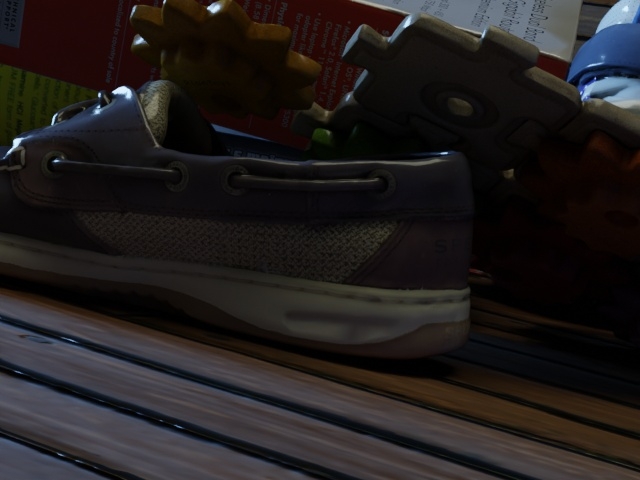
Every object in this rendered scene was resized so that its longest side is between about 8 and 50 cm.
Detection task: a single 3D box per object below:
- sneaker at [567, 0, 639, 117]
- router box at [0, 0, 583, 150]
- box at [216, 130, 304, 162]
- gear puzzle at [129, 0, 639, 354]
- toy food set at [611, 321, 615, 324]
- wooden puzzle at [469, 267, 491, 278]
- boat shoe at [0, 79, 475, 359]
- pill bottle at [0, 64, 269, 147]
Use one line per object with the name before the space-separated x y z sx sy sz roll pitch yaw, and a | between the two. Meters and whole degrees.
sneaker | 0.205 -0.079 1.039 0.130 0.236 0.323 17 5 10
router box | -0.004 -0.149 0.898 0.301 0.082 0.335 16 24 5
box | -0.048 -0.030 0.950 0.207 0.036 0.114 10 -15 -5
gear puzzle | 0.072 -0.022 0.683 0.339 0.044 0.175 25 -24 -9
toy food set | 0.195 0.006 0.772 0.128 0.071 0.218 -1 -19 -27
wooden puzzle | 0.118 0.020 1.109 0.049 0.006 0.083 10 5 -9
boat shoe | -0.070 -0.021 0.660 0.285 0.092 0.103 12 5 19
pill bottle | -0.130 -0.122 1.102 0.334 0.188 0.188 17 5 6
